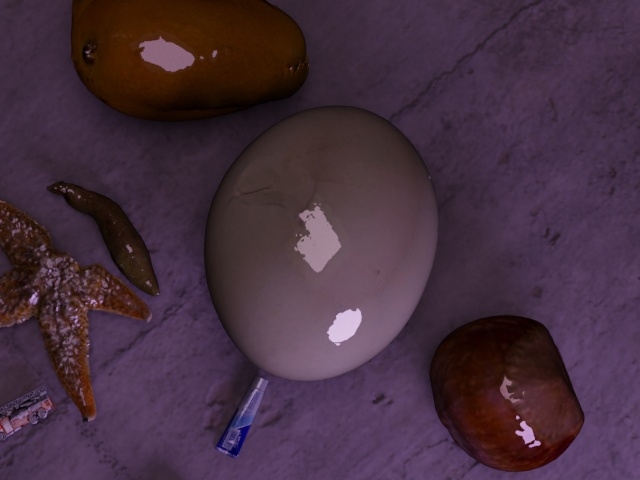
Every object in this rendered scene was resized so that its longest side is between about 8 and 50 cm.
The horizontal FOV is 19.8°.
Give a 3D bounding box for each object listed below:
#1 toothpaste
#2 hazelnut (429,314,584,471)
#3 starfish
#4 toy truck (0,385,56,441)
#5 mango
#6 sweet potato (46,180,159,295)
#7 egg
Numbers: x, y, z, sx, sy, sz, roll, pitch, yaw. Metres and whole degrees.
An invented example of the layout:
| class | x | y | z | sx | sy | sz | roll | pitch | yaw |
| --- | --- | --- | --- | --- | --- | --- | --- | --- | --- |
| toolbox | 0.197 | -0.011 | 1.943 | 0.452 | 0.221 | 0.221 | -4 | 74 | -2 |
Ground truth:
| class | x | y | z | sx | sy | sz | roll | pitch | yaw |
| --- | --- | --- | --- | --- | --- | --- | --- | --- | --- |
| toothpaste | -0.075 | 0.171 | 1.794 | 0.024 | 0.015 | 0.083 | 25 | 85 | -1 |
| hazelnut | 0.175 | 0.150 | 1.763 | 0.143 | 0.143 | 0.154 | -27 | 100 | -9 |
| starfish | -0.286 | 0.056 | 1.782 | 0.247 | 0.050 | 0.138 | 32 | 80 | 8 |
| toy truck | -0.296 | 0.171 | 1.770 | 0.083 | 0.024 | 0.032 | -30 | 88 | -9 |
| mango | -0.122 | -0.183 | 1.785 | 0.236 | 0.166 | 0.136 | -4 | 124 | -25 |
| sweet potato | -0.204 | -0.008 | 1.802 | 0.153 | 0.038 | 0.041 | 48 | 57 | 6 |
| egg | 0.000 | 0.000 | 1.725 | 0.219 | 0.219 | 0.269 | 20 | 62 | -1 |
